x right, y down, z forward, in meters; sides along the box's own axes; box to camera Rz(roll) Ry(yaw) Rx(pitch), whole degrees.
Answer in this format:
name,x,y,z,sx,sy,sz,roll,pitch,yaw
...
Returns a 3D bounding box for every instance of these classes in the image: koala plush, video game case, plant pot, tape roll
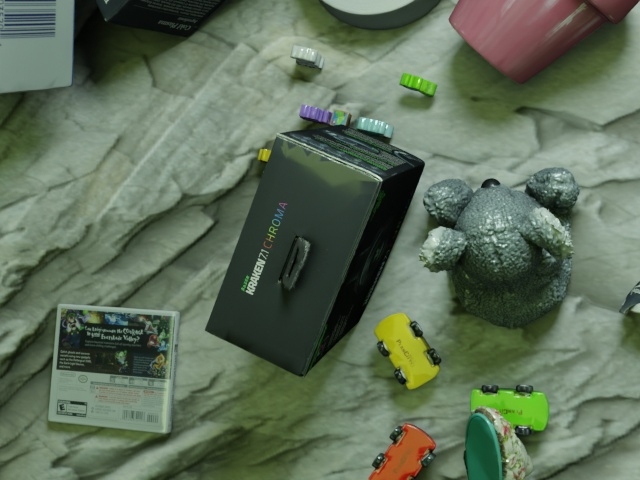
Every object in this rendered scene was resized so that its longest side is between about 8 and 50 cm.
name,x,y,z,sx,sy,sz,roll,pitch,yaw
koala plush,0.220,0.004,1.089,0.196,0.221,0.203,-6,84,14
video game case,-0.298,0.183,1.311,0.191,0.022,0.173,3,86,16
plant pot,0.267,-0.304,1.133,0.201,0.201,0.180,46,112,14
tape roll,0.079,-0.403,1.241,0.219,0.072,0.219,-2,84,15

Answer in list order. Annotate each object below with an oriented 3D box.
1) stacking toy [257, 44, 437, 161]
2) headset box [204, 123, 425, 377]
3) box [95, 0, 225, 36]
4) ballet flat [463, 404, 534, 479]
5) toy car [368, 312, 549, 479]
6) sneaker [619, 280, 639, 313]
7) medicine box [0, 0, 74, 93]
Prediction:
name,x,y,z,sx,sy,sz,roll,pitch,yaw
stacking toy,0.037,-0.160,1.244,0.221,0.052,0.166,16,91,14
headset box,0.000,0.000,1.087,0.131,0.283,0.246,25,104,12
box,-0.204,-0.511,1.227,0.312,0.179,0.343,-35,76,29
ballet flat,0.222,0.301,1.107,0.077,0.091,0.240,-15,112,-27
toy car,0.178,0.215,1.167,0.225,0.053,0.238,1,86,14
sneaker,0.421,0.026,1.099,0.153,0.094,0.234,-23,90,3
medicine box,-0.478,-0.363,1.253,0.289,0.149,0.263,25,117,38
